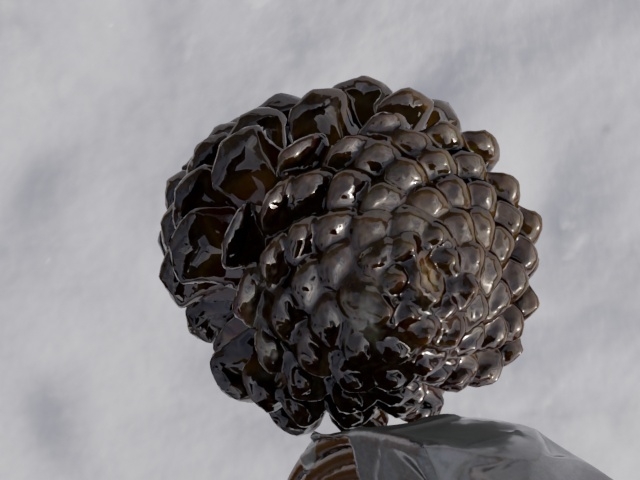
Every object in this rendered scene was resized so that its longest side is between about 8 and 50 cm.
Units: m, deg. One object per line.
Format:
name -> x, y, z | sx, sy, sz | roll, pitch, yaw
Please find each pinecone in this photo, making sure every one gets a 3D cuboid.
pinecone -> 0.003, 0.001, 0.751 | 0.246, 0.292, 0.246 | -10, 110, -28

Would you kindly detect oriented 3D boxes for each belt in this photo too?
belt -> 0.081, 0.191, 0.597 | 0.105, 0.261, 0.184 | 0, 101, -36
